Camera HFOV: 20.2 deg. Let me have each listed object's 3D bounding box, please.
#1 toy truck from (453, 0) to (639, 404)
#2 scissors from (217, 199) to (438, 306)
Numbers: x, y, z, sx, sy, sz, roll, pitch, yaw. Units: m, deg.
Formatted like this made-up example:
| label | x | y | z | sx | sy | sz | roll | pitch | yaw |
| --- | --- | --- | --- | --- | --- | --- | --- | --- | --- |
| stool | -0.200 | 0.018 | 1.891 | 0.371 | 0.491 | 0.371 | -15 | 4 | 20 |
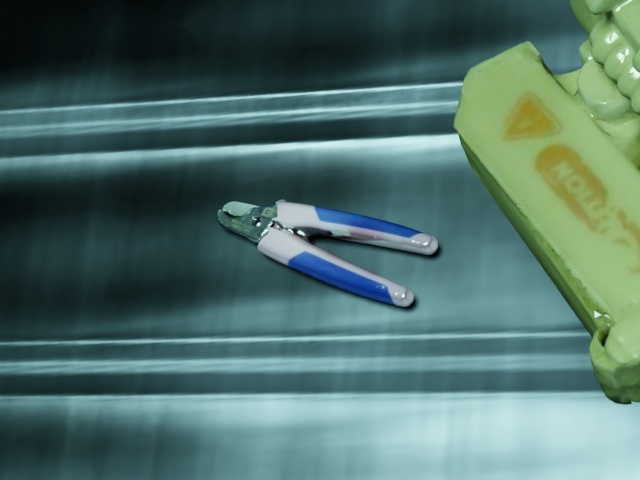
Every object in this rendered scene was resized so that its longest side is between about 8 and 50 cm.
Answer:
| label | x | y | z | sx | sy | sz | roll | pitch | yaw |
| --- | --- | --- | --- | --- | --- | --- | --- | --- | --- |
| toy truck | 0.231 | 0.020 | 0.668 | 0.254 | 0.181 | 0.405 | -29 | 58 | 1 |
| scissors | 0.000 | 0.000 | 0.853 | 0.113 | 0.012 | 0.039 | 18 | 72 | 26 |
